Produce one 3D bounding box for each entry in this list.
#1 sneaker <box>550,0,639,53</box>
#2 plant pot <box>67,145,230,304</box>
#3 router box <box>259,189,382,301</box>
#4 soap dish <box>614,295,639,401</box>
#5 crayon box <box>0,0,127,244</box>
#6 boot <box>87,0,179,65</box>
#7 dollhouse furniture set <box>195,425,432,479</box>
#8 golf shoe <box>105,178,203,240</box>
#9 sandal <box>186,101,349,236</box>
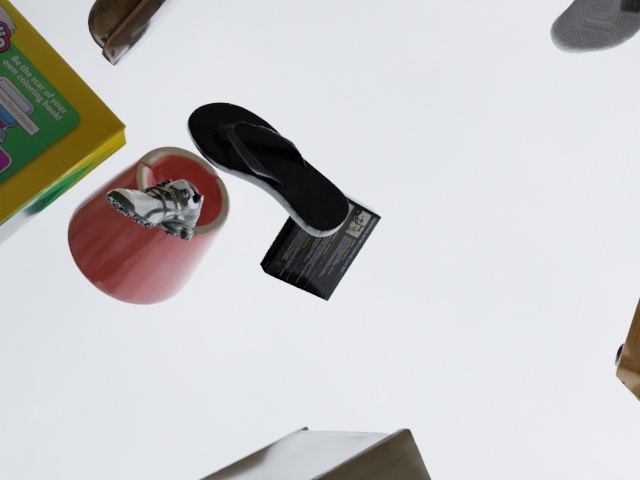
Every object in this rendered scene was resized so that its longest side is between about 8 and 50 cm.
[{"bbox_3d":[0.487,-0.381,1.070,0.269,0.153,0.101,-29,-84,-5],"label":"sneaker"},{"bbox_3d":[-0.320,-0.041,1.248,0.243,0.275,0.275,-37,-132,41],"label":"plant pot"},{"bbox_3d":[0.000,0.000,1.066,0.179,0.133,0.046,-57,-152,10],"label":"router box"},{"bbox_3d":[0.391,0.036,0.572,0.118,0.291,0.228,25,-66,42],"label":"soap dish"},{"bbox_3d":[-0.504,-0.180,0.848,0.313,0.106,0.363,-44,-84,-18],"label":"crayon box"},{"bbox_3d":[-0.124,-0.271,0.494,0.112,0.115,0.305,-17,-132,52],"label":"boot"},{"bbox_3d":[-0.018,0.319,0.432,0.286,0.198,0.303,-20,-97,-26],"label":"dollhouse furniture set"},{"bbox_3d":[-0.260,-0.066,1.012,0.077,0.198,0.094,31,-88,22],"label":"golf shoe"},{"bbox_3d":[-0.065,-0.109,0.851,0.254,0.054,0.097,35,-115,4],"label":"sandal"}]
